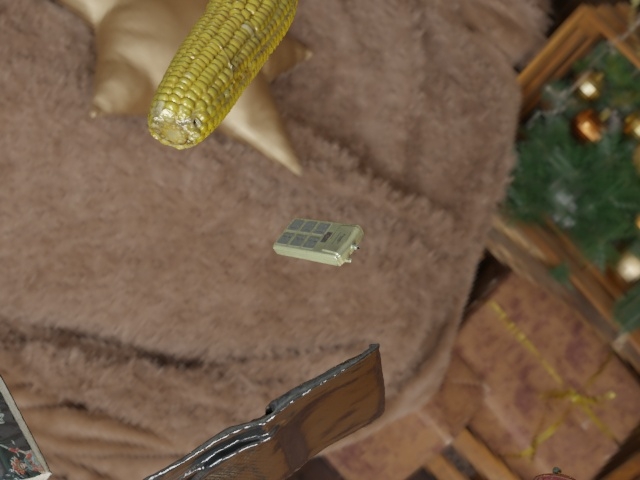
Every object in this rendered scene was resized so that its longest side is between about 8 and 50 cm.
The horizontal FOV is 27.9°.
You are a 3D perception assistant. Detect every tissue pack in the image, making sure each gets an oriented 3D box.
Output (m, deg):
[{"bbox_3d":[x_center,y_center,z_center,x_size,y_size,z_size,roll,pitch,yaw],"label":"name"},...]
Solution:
[{"bbox_3d":[-0.440,0.266,1.707,0.090,0.103,0.170,-2,54,-54],"label":"tissue pack"}]

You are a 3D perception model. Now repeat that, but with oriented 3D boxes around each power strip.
[{"bbox_3d":[0.000,0.000,2.086,0.076,0.169,0.028,-53,130,-27],"label":"power strip"}]

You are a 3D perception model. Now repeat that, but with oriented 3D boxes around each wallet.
[{"bbox_3d":[-0.060,0.252,1.584,0.323,0.247,0.041,-31,66,-11],"label":"wallet"}]

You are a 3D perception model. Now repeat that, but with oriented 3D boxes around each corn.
[{"bbox_3d":[-0.090,-0.179,1.232,0.080,0.080,0.231,33,55,-10],"label":"corn"}]

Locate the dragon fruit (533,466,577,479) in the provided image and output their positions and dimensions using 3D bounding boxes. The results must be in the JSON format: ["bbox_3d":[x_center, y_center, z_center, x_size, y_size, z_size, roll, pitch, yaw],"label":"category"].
[{"bbox_3d":[0.220,0.376,1.316,0.295,0.130,0.268,-37,102,-15],"label":"dragon fruit"}]
